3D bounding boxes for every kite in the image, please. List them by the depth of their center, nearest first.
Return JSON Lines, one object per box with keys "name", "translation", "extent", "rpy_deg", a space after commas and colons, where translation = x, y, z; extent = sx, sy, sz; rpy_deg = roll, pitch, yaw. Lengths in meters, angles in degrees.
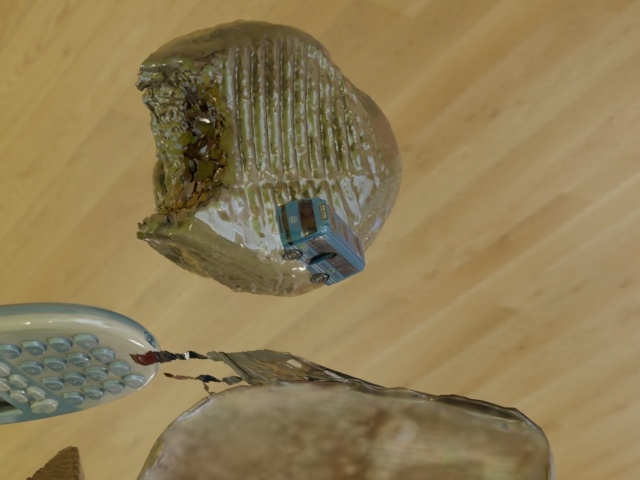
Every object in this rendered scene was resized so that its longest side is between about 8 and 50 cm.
{"name": "kite", "translation": [-0.041, 0.098, 0.805], "extent": [0.141, 0.015, 0.245], "rpy_deg": [32, 158, -35]}

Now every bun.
{"name": "bun", "translation": [-0.062, -0.072, 1.128], "extent": [0.282, 0.281, 0.205], "rpy_deg": [3, 168, -24]}

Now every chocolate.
{"name": "chocolate", "translation": [-0.005, 0.191, 0.449], "extent": [0.185, 0.303, 0.100], "rpy_deg": [9, 131, 5]}

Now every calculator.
{"name": "calculator", "translation": [-0.290, 0.116, 1.046], "extent": [0.303, 0.042, 0.188], "rpy_deg": [-9, 149, 16]}

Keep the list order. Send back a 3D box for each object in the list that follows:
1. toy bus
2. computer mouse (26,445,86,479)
{"name": "toy bus", "translation": [0.000, 0.000, 0.868], "extent": [0.046, 0.038, 0.083], "rpy_deg": [-21, 149, 17]}
{"name": "computer mouse", "translation": [-0.282, 0.336, 1.245], "extent": [0.087, 0.168, 0.295], "rpy_deg": [5, -169, 3]}
